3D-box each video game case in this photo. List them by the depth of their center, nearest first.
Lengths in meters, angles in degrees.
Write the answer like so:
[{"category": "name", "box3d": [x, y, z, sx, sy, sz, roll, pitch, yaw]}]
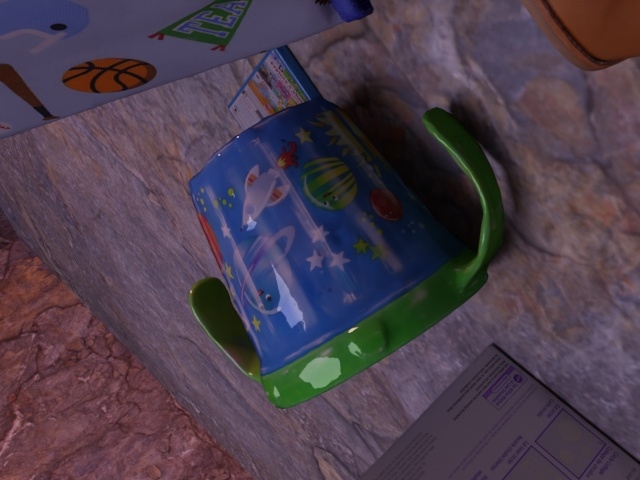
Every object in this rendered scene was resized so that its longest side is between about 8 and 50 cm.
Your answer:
[{"category": "video game case", "box3d": [-0.044, -0.137, 0.766, 0.119, 0.015, 0.166, 55, 153, -4]}]

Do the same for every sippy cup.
[{"category": "sippy cup", "box3d": [0.000, 0.000, 0.636, 0.224, 0.305, 0.240, 58, 179, 3]}]

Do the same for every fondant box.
[{"category": "fondant box", "box3d": [0.209, 0.293, 0.632, 0.330, 0.238, 0.096, 40, 150, 25]}]

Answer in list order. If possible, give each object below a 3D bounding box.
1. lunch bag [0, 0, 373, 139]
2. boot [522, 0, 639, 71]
[{"category": "lunch bag", "box3d": [-0.184, -0.276, 0.344, 0.239, 0.327, 0.386, 7, -108, -74]}, {"category": "boot", "box3d": [0.185, -0.123, 0.270, 0.152, 0.197, 0.073, -21, 66, 56]}]
